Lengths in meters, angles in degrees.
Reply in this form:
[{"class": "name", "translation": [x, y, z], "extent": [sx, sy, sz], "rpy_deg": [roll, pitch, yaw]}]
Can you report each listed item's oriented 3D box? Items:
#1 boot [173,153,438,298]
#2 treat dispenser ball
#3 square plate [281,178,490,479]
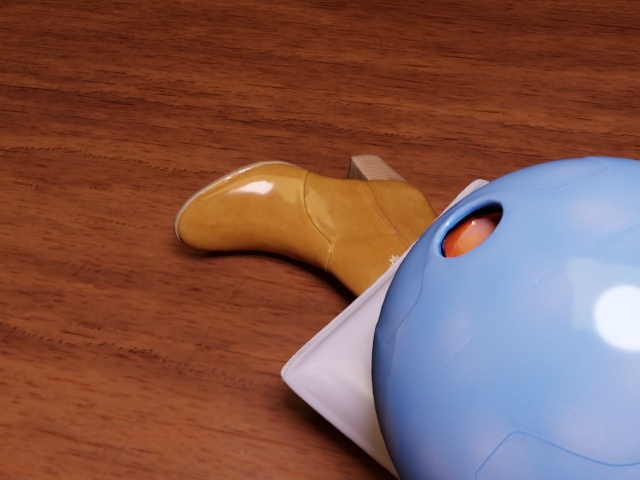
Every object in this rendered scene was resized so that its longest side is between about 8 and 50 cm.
[{"class": "boot", "translation": [0.001, 0.001, 0.842], "extent": [0.295, 0.104, 0.211], "rpy_deg": [-16, 45, -17]}, {"class": "treat dispenser ball", "translation": [0.178, 0.088, 0.502], "extent": [0.288, 0.288, 0.288], "rpy_deg": [-2, 44, 2]}, {"class": "square plate", "translation": [0.201, 0.113, 0.696], "extent": [0.347, 0.049, 0.344], "rpy_deg": [37, 59, 19]}]
